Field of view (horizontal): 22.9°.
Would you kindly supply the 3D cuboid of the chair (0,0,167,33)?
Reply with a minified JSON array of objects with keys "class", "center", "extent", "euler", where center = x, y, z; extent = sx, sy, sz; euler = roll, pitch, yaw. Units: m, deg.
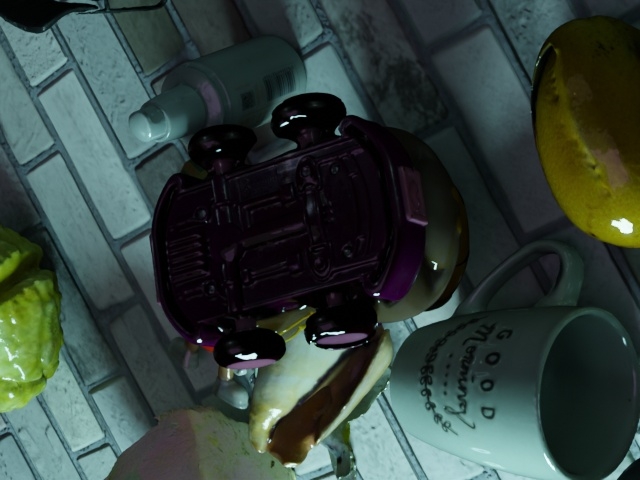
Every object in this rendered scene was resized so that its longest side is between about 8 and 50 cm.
[{"class":"chair","center":[-0.286,-0.343,1.865],"extent":[0.140,0.221,0.145],"euler":[33,126,24]}]

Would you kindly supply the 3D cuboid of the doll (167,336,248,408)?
[{"class":"doll","center":[-0.142,0.096,2.032],"extent":[0.183,0.085,0.217],"euler":[38,140,36]}]

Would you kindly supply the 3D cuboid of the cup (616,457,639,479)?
[{"class":"cup","center":[0.374,0.293,1.667],"extent":[0.150,0.199,0.199],"euler":[-24,93,60]}]

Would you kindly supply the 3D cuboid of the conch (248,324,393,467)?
[{"class":"conch","center":[-0.010,0.134,1.897],"extent":[0.158,0.127,0.255],"euler":[31,96,-11]}]

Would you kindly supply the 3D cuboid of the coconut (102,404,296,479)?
[{"class":"coconut","center":[-0.176,0.350,2.083],"extent":[0.233,0.233,0.245],"euler":[50,123,10]}]

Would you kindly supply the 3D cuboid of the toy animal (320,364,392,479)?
[{"class":"toy animal","center":[0.004,0.217,1.959],"extent":[0.155,0.095,0.219],"euler":[35,125,16]}]

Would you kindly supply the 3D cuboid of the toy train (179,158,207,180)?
[{"class":"toy train","center":[-0.107,-0.026,1.939],"extent":[0.188,0.099,0.072],"euler":[45,129,16]}]

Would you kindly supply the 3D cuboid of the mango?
[{"class":"mango","center":[0.288,-0.107,1.577],"extent":[0.166,0.136,0.236],"euler":[-8,98,43]}]

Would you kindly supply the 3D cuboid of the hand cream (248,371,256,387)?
[{"class":"hand cream","center":[-0.048,0.203,2.043],"extent":[0.102,0.022,0.035],"euler":[33,118,18]}]

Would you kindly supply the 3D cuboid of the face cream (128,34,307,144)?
[{"class":"face cream","center":[-0.126,-0.159,1.796],"extent":[0.101,0.251,0.101],"euler":[16,118,33]}]

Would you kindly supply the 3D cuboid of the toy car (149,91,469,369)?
[{"class":"toy car","center":[0.000,0.000,1.741],"extent":[0.340,0.240,0.271],"euler":[-14,75,28]}]

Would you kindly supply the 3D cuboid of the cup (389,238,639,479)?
[{"class":"cup","center":[0.209,0.125,1.731],"extent":[0.234,0.186,0.258],"euler":[3,80,45]}]

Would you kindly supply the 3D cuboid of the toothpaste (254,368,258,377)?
[{"class":"toothpaste","center":[-0.065,0.115,1.967],"extent":[0.048,0.029,0.197],"euler":[2,138,6]}]

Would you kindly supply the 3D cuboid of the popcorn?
[{"class":"popcorn","center":[-0.475,0.106,2.197],"extent":[0.224,0.270,0.258],"euler":[-2,63,35]}]
